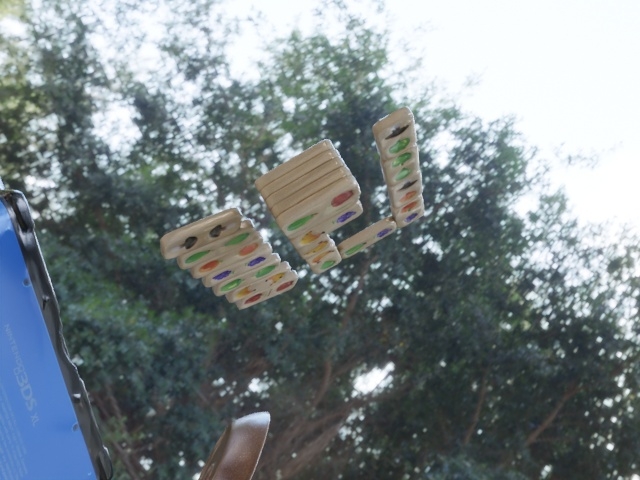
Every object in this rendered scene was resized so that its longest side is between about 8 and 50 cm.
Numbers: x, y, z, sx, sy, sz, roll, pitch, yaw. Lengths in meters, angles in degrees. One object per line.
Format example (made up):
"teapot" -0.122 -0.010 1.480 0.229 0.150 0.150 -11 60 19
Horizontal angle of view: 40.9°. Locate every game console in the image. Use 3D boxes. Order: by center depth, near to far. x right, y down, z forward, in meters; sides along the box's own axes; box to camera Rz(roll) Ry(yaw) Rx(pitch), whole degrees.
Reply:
"game console" -0.309 0.104 0.769 0.173 0.250 0.293 3 -65 36

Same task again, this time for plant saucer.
"plant saucer" -0.116 0.278 0.970 0.036 0.198 0.198 27 -45 -5

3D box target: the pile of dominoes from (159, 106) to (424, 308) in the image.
"pile of dominoes" 0.000 0.000 0.672 0.040 0.196 0.251 60 0 18
